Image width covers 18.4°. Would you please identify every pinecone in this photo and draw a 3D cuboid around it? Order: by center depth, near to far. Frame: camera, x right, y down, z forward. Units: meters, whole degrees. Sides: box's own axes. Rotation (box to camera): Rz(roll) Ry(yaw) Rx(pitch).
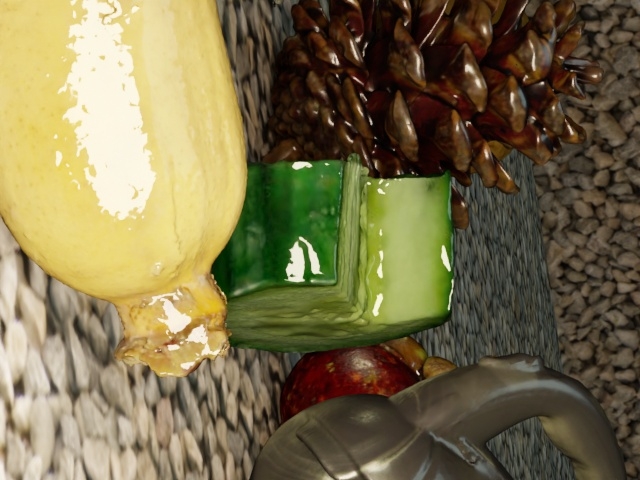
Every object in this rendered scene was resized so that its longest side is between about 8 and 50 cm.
[{"bbox_3d":[0.087,-0.127,1.671,0.244,0.309,0.244,165,-90,-80],"label":"pinecone"}]

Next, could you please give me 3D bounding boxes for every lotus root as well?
[{"bbox_3d":[-0.117,-0.079,1.044,0.146,0.131,0.303,-23,106,-53],"label":"lotus root"}]

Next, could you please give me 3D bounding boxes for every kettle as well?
[{"bbox_3d":[0.089,0.232,1.442,0.228,0.321,0.324,47,-17,52],"label":"kettle"}]

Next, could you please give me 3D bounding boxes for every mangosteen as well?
[{"bbox_3d":[0.055,0.142,1.597,0.146,0.181,0.156,-5,-71,63],"label":"mangosteen"}]

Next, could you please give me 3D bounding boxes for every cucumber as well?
[{"bbox_3d":[-0.010,0.002,1.418,0.191,0.191,0.130,43,40,-71],"label":"cucumber"}]

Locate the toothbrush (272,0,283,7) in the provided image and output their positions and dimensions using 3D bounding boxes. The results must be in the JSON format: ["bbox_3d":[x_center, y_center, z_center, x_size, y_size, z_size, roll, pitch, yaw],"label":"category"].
[{"bbox_3d":[-0.054,-0.351,1.723,0.026,0.028,0.294,-38,126,-74],"label":"toothbrush"}]

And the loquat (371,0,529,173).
[{"bbox_3d":[0.140,-0.178,2.115,0.238,0.193,0.238,-14,90,-77],"label":"loquat"}]
